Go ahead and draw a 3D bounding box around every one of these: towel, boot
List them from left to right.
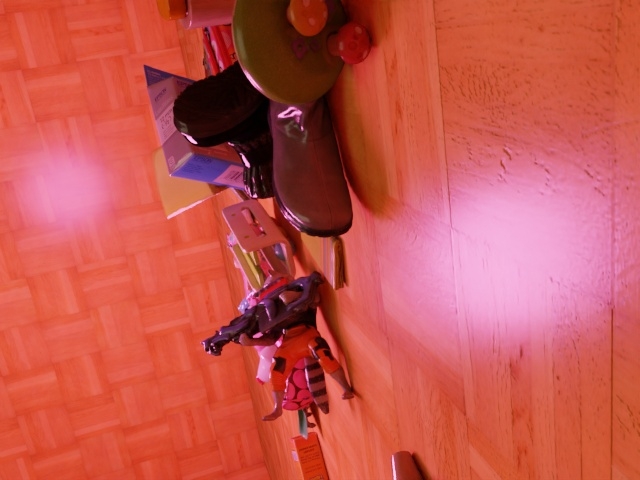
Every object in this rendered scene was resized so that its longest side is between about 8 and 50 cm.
[{"bbox_3d":[-0.307,-0.214,2.044,0.248,0.038,0.325,52,175,-25],"label":"towel"},{"bbox_3d":[-0.145,-0.185,1.209,0.348,0.131,0.260,-52,-31,-51],"label":"boot"},{"bbox_3d":[-0.024,-0.189,0.970,0.223,0.118,0.338,100,154,-55],"label":"boot"},{"bbox_3d":[0.000,0.000,1.261,0.237,0.021,0.102,-126,32,-59],"label":"towel"}]

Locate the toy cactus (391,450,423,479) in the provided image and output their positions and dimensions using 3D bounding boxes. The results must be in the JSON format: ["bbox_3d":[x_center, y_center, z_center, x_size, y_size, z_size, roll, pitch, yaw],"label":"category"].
[{"bbox_3d":[0.137,0.417,0.968,0.180,0.112,0.219,-104,2,-46],"label":"toy cactus"}]

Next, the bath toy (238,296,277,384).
[{"bbox_3d":[-0.167,0.312,1.926,0.129,0.151,0.348,-58,28,15],"label":"bath toy"}]

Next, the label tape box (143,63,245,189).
[{"bbox_3d":[-0.298,-0.318,1.642,0.115,0.249,0.348,-33,65,35],"label":"label tape box"}]

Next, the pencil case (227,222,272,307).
[{"bbox_3d":[-0.193,0.073,1.875,0.124,0.124,0.284,92,158,-47],"label":"pencil case"}]

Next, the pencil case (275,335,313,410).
[{"bbox_3d":[-0.076,0.333,1.654,0.095,0.098,0.209,-37,52,34],"label":"pencil case"}]

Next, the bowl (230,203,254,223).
[{"bbox_3d":[-0.255,-0.058,2.111,0.142,0.053,0.142,174,76,-78],"label":"bowl"}]

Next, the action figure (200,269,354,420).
[{"bbox_3d":[-0.088,0.227,1.406,0.178,0.341,0.330,26,-135,-52],"label":"action figure"}]

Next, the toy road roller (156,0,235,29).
[{"bbox_3d":[-0.190,-0.549,1.147,0.240,0.202,0.329,42,143,49],"label":"toy road roller"}]

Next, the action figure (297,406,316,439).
[{"bbox_3d":[-0.057,0.424,1.773,0.137,0.063,0.232,-123,20,-59],"label":"action figure"}]

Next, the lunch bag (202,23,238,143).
[{"bbox_3d":[-0.200,-0.401,1.494,0.258,0.120,0.293,105,149,-54],"label":"lunch bag"}]

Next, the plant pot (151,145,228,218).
[{"bbox_3d":[-0.339,-0.207,1.762,0.212,0.212,0.187,-21,99,35],"label":"plant pot"}]

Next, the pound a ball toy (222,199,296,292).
[{"bbox_3d":[-0.150,0.028,1.636,0.319,0.135,0.208,-129,25,-60],"label":"pound a ball toy"}]

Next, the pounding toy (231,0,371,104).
[{"bbox_3d":[-0.010,-0.292,0.793,0.110,0.183,0.237,11,113,47],"label":"pounding toy"}]

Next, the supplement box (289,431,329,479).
[{"bbox_3d":[-0.022,0.688,1.850,0.080,0.078,0.233,136,120,-70],"label":"supplement box"}]
